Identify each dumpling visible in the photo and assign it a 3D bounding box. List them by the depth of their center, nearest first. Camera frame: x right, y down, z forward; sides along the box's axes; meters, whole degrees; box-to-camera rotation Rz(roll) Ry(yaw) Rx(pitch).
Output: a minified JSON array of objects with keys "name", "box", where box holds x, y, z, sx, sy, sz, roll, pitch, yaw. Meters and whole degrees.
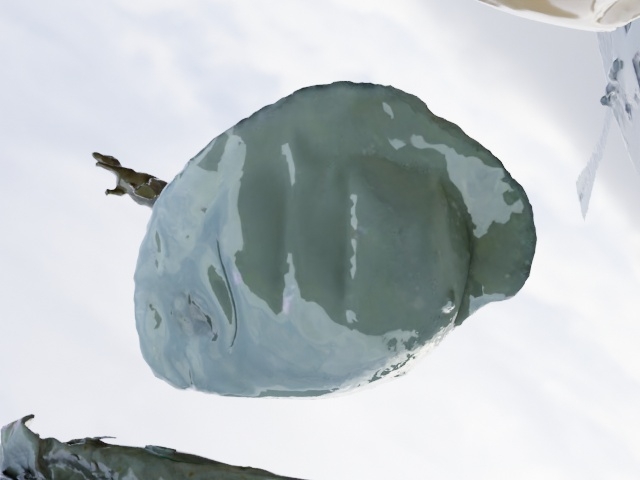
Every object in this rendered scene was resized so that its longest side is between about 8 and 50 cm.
[{"name":"dumpling","box":[0.003,0.007,0.817,0.108,0.219,0.153,53,-160,-77]}]

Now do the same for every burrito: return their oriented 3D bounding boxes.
[{"name":"burrito","box":[-0.116,0.210,1.280,0.309,0.096,0.066,14,-122,-4]}]

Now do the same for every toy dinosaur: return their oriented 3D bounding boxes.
[{"name":"toy dinosaur","box":[-0.146,-0.040,1.518,0.162,0.039,0.126,20,-167,-25]}]

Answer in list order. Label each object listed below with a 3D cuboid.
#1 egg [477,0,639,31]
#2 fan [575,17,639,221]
[{"name":"egg","box":[0.094,-0.204,0.635,0.244,0.201,0.201,41,-159,1]},{"name":"fan","box":[0.194,-0.104,1.022,0.415,0.012,0.233,86,177,-65]}]
